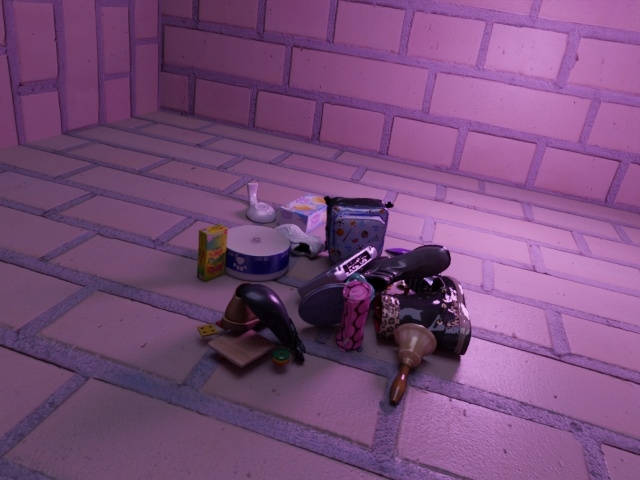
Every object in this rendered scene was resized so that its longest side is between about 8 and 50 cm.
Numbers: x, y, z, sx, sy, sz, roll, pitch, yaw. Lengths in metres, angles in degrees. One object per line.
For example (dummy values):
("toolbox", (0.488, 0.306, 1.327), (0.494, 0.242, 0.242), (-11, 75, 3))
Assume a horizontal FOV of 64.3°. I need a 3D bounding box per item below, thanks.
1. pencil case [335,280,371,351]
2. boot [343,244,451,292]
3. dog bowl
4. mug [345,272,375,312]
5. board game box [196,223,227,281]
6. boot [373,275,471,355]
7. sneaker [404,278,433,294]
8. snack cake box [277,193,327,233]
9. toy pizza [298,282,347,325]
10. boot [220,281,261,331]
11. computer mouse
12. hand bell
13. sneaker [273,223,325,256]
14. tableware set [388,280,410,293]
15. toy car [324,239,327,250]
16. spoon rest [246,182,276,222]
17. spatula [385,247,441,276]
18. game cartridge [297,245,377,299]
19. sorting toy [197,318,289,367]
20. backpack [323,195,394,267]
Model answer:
("pencil case", (0.095, 0.222, 1.481), (0.095, 0.210, 0.098), (24, 37, 29))
("boot", (0.265, 0.116, 1.743), (0.338, 0.118, 0.222), (-17, 6, 34))
("dog bowl", (-0.244, 0.043, 1.885), (0.264, 0.104, 0.265), (8, 25, -4))
("mug", (0.117, 0.187, 1.639), (0.097, 0.130, 0.158), (27, -11, 16))
("board game box", (-0.371, 0.043, 1.746), (0.043, 0.182, 0.092), (25, 29, 32))
("boot", (0.321, 0.217, 1.671), (0.283, 0.138, 0.377), (8, 30, -1))
("sneaker", (0.379, 0.167, 1.883), (0.162, 0.064, 0.073), (22, 4, -10))
("snack cake box", (-0.060, -0.126, 2.332), (0.152, 0.089, 0.264), (20, 27, 22))
("toy pizza", (0.029, 0.191, 1.543), (0.201, 0.201, 0.032), (1, 45, -18))
("boot", (-0.194, 0.182, 1.538), (0.112, 0.115, 0.305), (15, 7, 13))
("computer mouse", (-0.121, 0.202, 1.410), (0.072, 0.272, 0.188), (-37, 38, 0))
("hand bell", (0.235, 0.356, 1.405), (0.126, 0.126, 0.242), (16, 38, 15))
("sneaker", (-0.104, 0.003, 2.041), (0.232, 0.091, 0.115), (17, 29, 19))
("tableware set", (0.269, 0.158, 1.904), (0.154, 0.024, 0.104), (25, 29, 30))
("toy car", (0.000, 0.000, 2.123), (0.121, 0.060, 0.040), (24, -4, 17))
("spoon rest", (-0.289, -0.161, 2.367), (0.137, 0.084, 0.276), (-3, 40, -21))
("spatula", (0.390, 0.083, 2.098), (0.084, 0.031, 0.296), (-6, 28, -34))
("game cartridge", (0.056, 0.113, 1.752), (0.062, 0.198, 0.297), (56, 36, 4))
("sorting toy", (-0.223, 0.298, 1.403), (0.274, 0.047, 0.132), (22, 28, 33))
("backpack", (0.138, -0.021, 1.965), (0.276, 0.264, 0.213), (5, 30, 1))
